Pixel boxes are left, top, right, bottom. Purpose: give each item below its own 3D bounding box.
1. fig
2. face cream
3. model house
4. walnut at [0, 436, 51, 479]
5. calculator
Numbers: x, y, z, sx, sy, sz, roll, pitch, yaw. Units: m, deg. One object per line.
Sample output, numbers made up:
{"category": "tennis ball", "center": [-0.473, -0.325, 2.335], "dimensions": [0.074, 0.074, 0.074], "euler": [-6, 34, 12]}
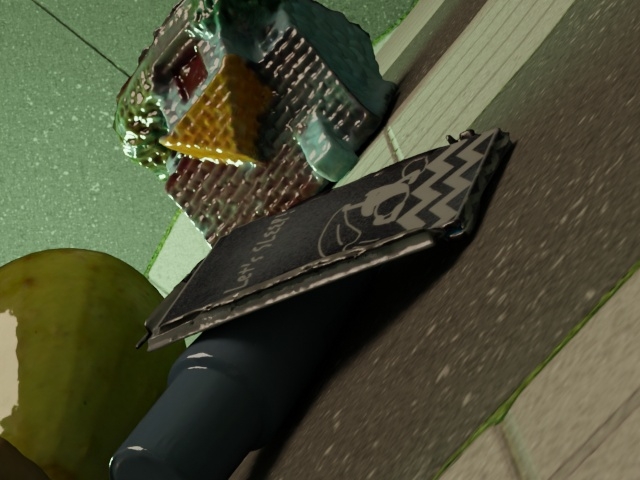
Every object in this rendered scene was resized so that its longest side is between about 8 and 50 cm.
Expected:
{"category": "fig", "center": [-0.251, 0.162, 1.365], "dimensions": [0.258, 0.258, 0.326], "euler": [-49, 19, 24]}
{"category": "face cream", "center": [-0.026, 0.061, 1.077], "dimensions": [0.135, 0.086, 0.385], "euler": [-37, 9, 42]}
{"category": "model house", "center": [-0.089, -0.133, 2.035], "dimensions": [0.360, 0.297, 0.339], "euler": [-48, 37, 22]}
{"category": "walnut", "center": [-0.303, 0.272, 0.945], "dimensions": [0.333, 0.333, 0.333], "euler": [-51, 6, 7]}
{"category": "calculator", "center": [0.000, 0.001, 1.025], "dimensions": [0.274, 0.028, 0.166], "euler": [-21, 19, 32]}
